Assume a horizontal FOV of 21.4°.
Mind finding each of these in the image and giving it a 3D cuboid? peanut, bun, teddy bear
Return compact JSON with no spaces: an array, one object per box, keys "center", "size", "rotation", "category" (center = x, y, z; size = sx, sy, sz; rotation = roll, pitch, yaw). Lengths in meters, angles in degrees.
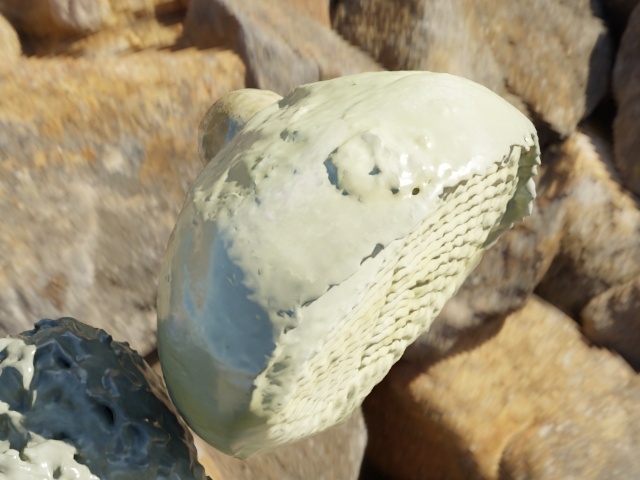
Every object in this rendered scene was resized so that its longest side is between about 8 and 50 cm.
[{"center":[-0.028,-0.063,1.674],"size":[0.122,0.253,0.137],"rotation":[-9,117,-36],"category":"peanut"},{"center":[-0.001,-0.005,1.368],"size":[0.202,0.364,0.364],"rotation":[43,81,14],"category":"bun"},{"center":[-0.173,0.234,1.363],"size":[0.224,0.357,0.367],"rotation":[-42,64,13],"category":"teddy bear"}]
